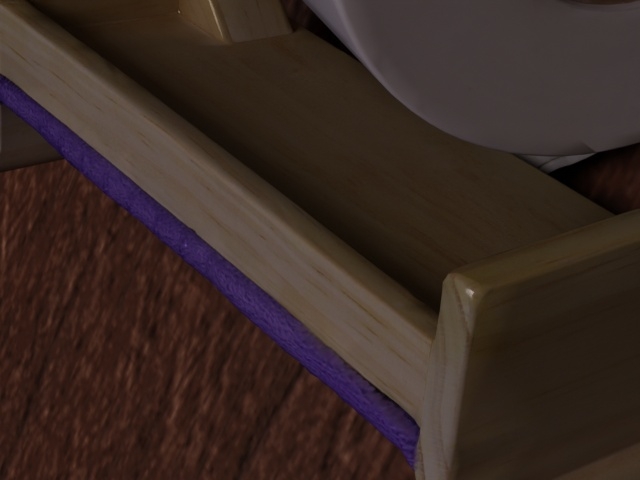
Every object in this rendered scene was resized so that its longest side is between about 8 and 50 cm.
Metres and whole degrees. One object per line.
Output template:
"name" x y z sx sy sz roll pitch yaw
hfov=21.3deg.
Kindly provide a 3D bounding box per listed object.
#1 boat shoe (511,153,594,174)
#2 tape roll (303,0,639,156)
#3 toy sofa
"boat shoe" 0.091 -0.049 0.719 0.125 0.038 0.046 -24 92 57
"tape roll" 0.074 -0.174 0.579 0.169 0.246 0.246 53 125 47
"toy sofa" 0.000 0.000 0.700 0.362 0.150 0.177 37 132 44
